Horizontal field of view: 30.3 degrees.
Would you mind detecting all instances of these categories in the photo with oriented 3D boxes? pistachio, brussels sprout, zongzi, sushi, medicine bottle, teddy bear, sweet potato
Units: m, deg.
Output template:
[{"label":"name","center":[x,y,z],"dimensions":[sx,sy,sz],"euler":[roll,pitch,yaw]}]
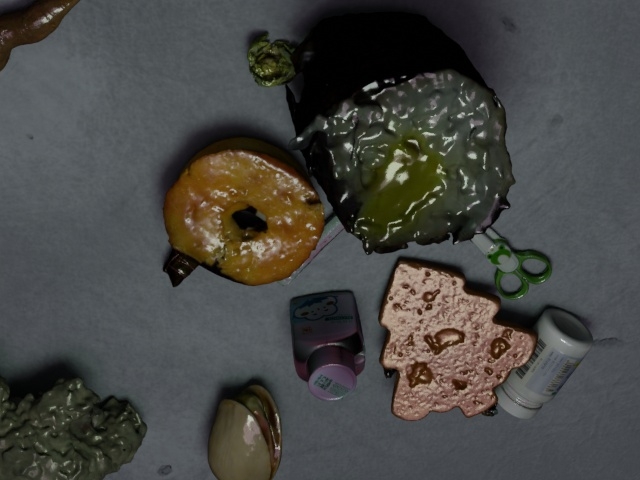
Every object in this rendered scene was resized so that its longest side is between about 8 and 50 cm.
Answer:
[{"label":"pistachio","center":[-0.129,0.357,2.094],"dimensions":[0.144,0.144,0.215],"euler":[3,125,-7]},{"label":"brussels sprout","center":[-0.069,-0.260,1.743],"dimensions":[0.085,0.058,0.085],"euler":[1,83,-4]},{"label":"zongzi","center":[-0.235,0.039,1.932],"dimensions":[0.067,0.073,0.083],"euler":[40,72,-26]},{"label":"sushi","center":[0.103,-0.162,1.675],"dimensions":[0.281,0.294,0.299],"euler":[-25,121,5]},{"label":"medicine bottle","center":[0.013,0.175,1.955],"dimensions":[0.119,0.188,0.094],"euler":[-8,124,0]},{"label":"teddy bear","center":[-0.537,0.314,2.021],"dimensions":[0.357,0.224,0.367],"euler":[-30,106,16]},{"label":"medicine bottle","center":[0.386,0.217,2.067],"dimensions":[0.103,0.103,0.187],"euler":[21,119,-17]},{"label":"sweet potato","center":[-0.434,-0.299,1.686],"dimensions":[0.218,0.051,0.065],"euler":[-32,117,14]}]

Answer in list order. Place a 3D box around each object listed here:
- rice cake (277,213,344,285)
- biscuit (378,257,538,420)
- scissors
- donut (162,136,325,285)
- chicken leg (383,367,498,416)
[{"label":"rice cake","center":[0.000,0.000,1.932],"dimensions":[0.033,0.033,0.207],"euler":[41,111,-16]},{"label":"biscuit","center":[0.208,0.159,2.008],"dimensions":[0.284,0.043,0.306],"euler":[-27,101,9]},{"label":"scissors","center":[0.299,0.018,1.974],"dimensions":[0.101,0.027,0.204],"euler":[-38,120,17]},{"label":"donut","center":[-0.117,-0.046,1.842],"dimensions":[0.253,0.118,0.253],"euler":[-3,126,-5]},{"label":"chicken leg","center":[0.224,0.239,2.098],"dimensions":[0.253,0.051,0.106],"euler":[28,118,-19]}]
